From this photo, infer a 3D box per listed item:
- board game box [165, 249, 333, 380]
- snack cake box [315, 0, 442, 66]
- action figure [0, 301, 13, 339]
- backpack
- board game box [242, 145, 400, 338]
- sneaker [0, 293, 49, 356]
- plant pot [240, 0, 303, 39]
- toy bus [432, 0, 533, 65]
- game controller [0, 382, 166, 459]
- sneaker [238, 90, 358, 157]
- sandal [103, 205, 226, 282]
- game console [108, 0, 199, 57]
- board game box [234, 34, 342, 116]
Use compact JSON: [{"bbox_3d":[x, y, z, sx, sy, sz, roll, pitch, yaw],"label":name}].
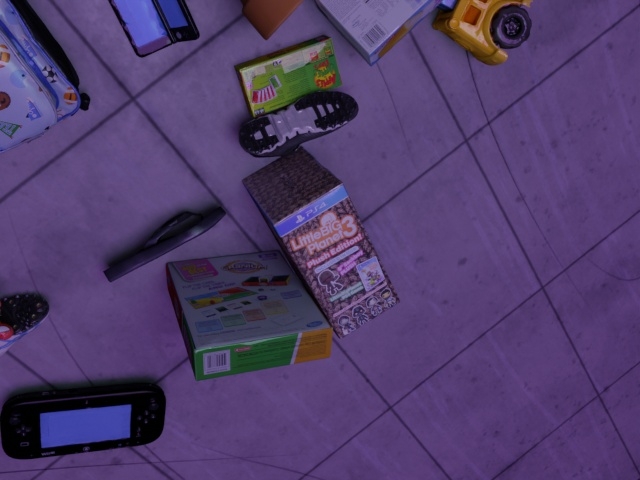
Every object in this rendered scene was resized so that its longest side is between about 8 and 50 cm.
[{"bbox_3d":[-0.144,0.124,1.237,0.242,0.316,0.064,-6,117,-19],"label":"board game box"},{"bbox_3d":[0.134,-0.457,1.159,0.264,0.089,0.152,-42,86,6],"label":"snack cake box"},{"bbox_3d":[-0.646,0.100,1.103,0.280,0.139,0.091,38,99,-22],"label":"action figure"},{"bbox_3d":[-0.525,-0.237,0.988,0.263,0.213,0.277,-26,124,4],"label":"backpack"},{"bbox_3d":[0.000,0.000,1.286,0.141,0.232,0.291,-32,121,-5],"label":"board game box"},{"bbox_3d":[-0.609,0.183,1.228,0.237,0.085,0.086,-36,164,-13],"label":"sneaker"},{"bbox_3d":[-0.059,-0.487,1.021,0.203,0.291,0.291,42,95,-16],"label":"plant pot"},{"bbox_3d":[0.302,-0.473,1.250,0.211,0.149,0.220,25,101,-13],"label":"toy bus"},{"bbox_3d":[-0.483,0.373,1.367,0.319,0.067,0.167,-1,114,-21],"label":"game controller"},{"bbox_3d":[-0.043,-0.214,1.249,0.234,0.106,0.078,-22,85,-8],"label":"sneaker"},{"bbox_3d":[-0.297,-0.004,1.253,0.254,0.097,0.055,-29,95,-8],"label":"sandal"},{"bbox_3d":[-0.275,-0.373,1.095,0.071,0.107,0.122,-45,127,-31],"label":"game console"},{"bbox_3d":[-0.058,-0.305,1.228,0.181,0.043,0.092,-22,121,-11],"label":"board game box"}]
